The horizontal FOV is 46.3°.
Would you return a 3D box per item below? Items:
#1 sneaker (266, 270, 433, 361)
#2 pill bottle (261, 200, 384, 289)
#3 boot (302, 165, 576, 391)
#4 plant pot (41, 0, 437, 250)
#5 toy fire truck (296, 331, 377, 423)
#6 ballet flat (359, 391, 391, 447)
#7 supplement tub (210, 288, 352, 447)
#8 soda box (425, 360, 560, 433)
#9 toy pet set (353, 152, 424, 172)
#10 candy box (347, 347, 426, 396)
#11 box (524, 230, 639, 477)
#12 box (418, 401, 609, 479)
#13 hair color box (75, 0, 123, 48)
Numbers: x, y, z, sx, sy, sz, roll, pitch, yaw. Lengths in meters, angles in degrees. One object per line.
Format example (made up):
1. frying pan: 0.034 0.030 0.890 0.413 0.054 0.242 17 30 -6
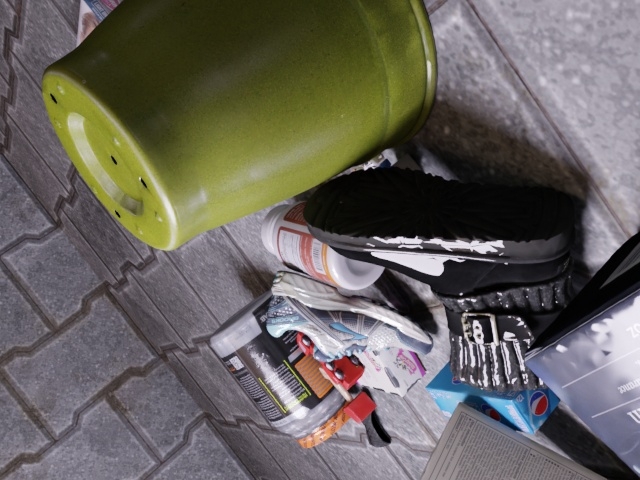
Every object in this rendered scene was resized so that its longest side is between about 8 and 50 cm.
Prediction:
1. sneaker: 0.044 0.147 1.233 0.283 0.122 0.110 20 178 -1
2. pill bottle: 0.000 0.000 1.211 0.216 0.121 0.121 16 138 51
3. boot: 0.155 0.056 0.942 0.348 0.131 0.260 11 136 28
4. plant pot: -0.114 -0.177 0.893 0.366 0.353 0.366 38 152 24
5. toy fire truck: 0.029 0.247 1.408 0.192 0.047 0.135 43 155 17
6. ballet flat: 0.115 0.391 1.644 0.049 0.057 0.173 -9 128 14
7. supplement tub: -0.074 0.277 1.617 0.316 0.193 0.193 54 154 -4
8. soda box: 0.260 0.238 1.158 0.067 0.071 0.210 55 154 -13
9. toy pet set: 0.096 -0.063 1.034 0.122 0.065 0.114 50 155 1
10. candy box: 0.072 0.195 1.410 0.233 0.071 0.159 1 125 59
11. box: 0.421 0.131 0.592 0.395 0.212 0.293 45 153 10
12. box: 0.306 0.380 1.088 0.311 0.148 0.121 28 160 15
13. hair color box: -0.369 -0.319 1.409 0.174 0.105 0.347 51 154 0
